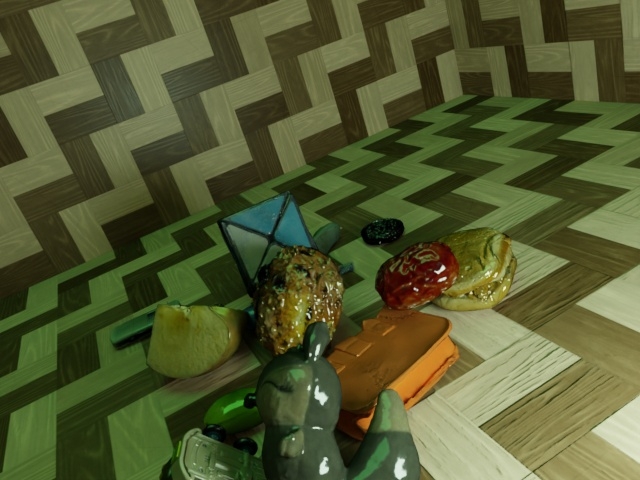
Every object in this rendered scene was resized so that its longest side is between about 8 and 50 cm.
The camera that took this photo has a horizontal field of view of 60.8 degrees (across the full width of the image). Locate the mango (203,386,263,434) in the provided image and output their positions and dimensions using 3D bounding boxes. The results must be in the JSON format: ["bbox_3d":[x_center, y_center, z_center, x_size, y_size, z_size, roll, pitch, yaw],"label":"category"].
[{"bbox_3d":[-0.209,0.464,1.515,0.232,0.111,0.125,-25,29,-16],"label":"mango"}]

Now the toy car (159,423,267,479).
[{"bbox_3d":[-0.246,0.562,1.227,0.198,0.247,0.204,-53,19,19],"label":"toy car"}]

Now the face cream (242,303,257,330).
[{"bbox_3d":[-0.161,0.231,1.984,0.264,0.083,0.149,-28,0,-34],"label":"face cream"}]

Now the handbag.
[{"bbox_3d":[0.159,0.347,1.501,0.410,0.116,0.303,-33,25,-31],"label":"handbag"}]

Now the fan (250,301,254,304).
[{"bbox_3d":[-0.165,0.194,2.093,0.226,0.008,0.152,-26,-10,-7],"label":"fan"}]

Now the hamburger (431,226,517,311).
[{"bbox_3d":[0.470,0.089,1.740,0.284,0.174,0.304,-6,27,33],"label":"hamburger"}]

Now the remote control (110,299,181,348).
[{"bbox_3d":[-0.700,0.339,2.202,0.296,0.056,0.140,-25,23,-10],"label":"remote control"}]

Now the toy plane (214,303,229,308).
[{"bbox_3d":[-0.383,0.272,2.131,0.060,0.037,0.145,-5,7,-39],"label":"toy plane"}]

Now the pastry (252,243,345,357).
[{"bbox_3d":[-0.066,0.173,1.723,0.292,0.337,0.405,17,30,-5],"label":"pastry"}]

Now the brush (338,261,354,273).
[{"bbox_3d":[0.049,0.127,2.143,0.178,0.033,0.030,-18,38,2],"label":"brush"}]

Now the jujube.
[{"bbox_3d":[0.282,0.102,1.602,0.250,0.174,0.174,-35,22,9],"label":"jujube"}]

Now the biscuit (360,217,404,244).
[{"bbox_3d":[0.263,-0.039,2.316,0.194,0.053,0.194,-15,25,7],"label":"biscuit"}]

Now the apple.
[{"bbox_3d":[-0.396,0.311,1.814,0.309,0.252,0.314,4,32,18],"label":"apple"}]

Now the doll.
[{"bbox_3d":[0.018,0.400,1.224,0.252,0.378,0.383,-39,39,55],"label":"doll"}]

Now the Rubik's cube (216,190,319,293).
[{"bbox_3d":[-0.195,0.024,2.083,0.306,0.305,0.310,-22,-7,-9],"label":"Rubik's cube"}]

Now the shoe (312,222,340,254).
[{"bbox_3d":[0.000,0.000,2.370,0.100,0.103,0.251,-1,24,33],"label":"shoe"}]
